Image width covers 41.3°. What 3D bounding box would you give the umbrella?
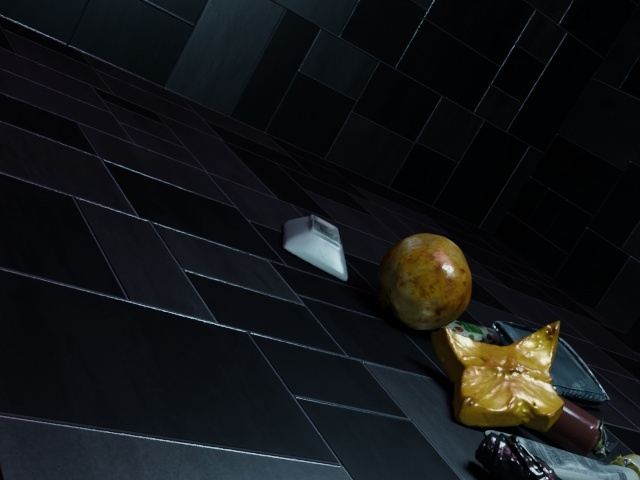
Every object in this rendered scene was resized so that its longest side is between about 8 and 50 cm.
[{"bbox_3d":[0.399,0.429,1.390,0.326,0.090,0.094,35,11,20],"label":"umbrella"}]

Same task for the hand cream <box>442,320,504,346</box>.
[{"bbox_3d":[0.411,0.247,2.187,0.276,0.059,0.095,18,18,-30],"label":"hand cream"}]

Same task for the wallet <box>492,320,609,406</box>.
[{"bbox_3d":[0.584,0.322,2.175,0.342,0.075,0.237,16,35,-47],"label":"wallet"}]

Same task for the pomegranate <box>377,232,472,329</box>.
[{"bbox_3d":[0.241,0.099,2.012,0.248,0.248,0.248,28,13,-7],"label":"pomegranate"}]

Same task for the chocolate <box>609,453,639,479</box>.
[{"bbox_3d":[0.652,0.486,1.775,0.085,0.086,0.219,37,11,28],"label":"chocolate"}]

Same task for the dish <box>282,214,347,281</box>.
[{"bbox_3d":[0.000,0.000,2.162,0.181,0.080,0.243,28,12,-9],"label":"dish"}]

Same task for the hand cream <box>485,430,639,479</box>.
[{"bbox_3d":[0.475,0.440,1.606,0.340,0.078,0.124,19,16,-13],"label":"hand cream"}]

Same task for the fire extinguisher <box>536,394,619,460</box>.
[{"bbox_3d":[0.509,0.377,1.799,0.269,0.105,0.105,31,13,8],"label":"fire extinguisher"}]

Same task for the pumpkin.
[{"bbox_3d":[0.381,0.273,1.720,0.290,0.095,0.258,1,39,-9],"label":"pumpkin"}]
